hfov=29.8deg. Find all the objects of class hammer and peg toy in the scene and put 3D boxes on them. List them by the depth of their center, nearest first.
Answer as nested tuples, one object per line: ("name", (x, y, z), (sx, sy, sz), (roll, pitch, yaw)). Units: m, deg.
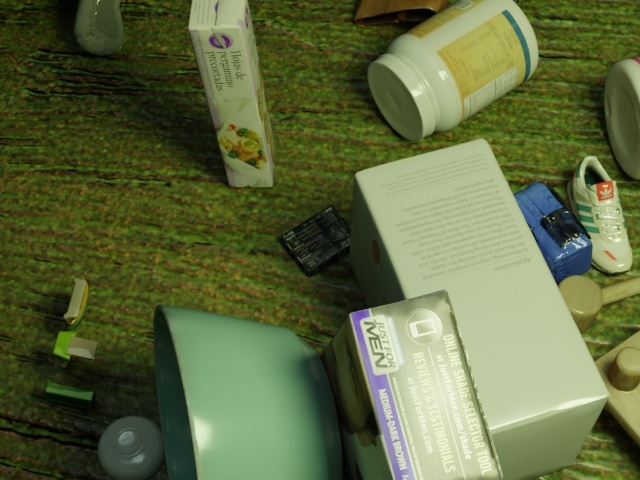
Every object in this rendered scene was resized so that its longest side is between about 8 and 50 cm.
("hammer and peg toy", (0.452, 0.139, 1.404), (0.266, 0.127, 0.361), (-30, 63, -15))

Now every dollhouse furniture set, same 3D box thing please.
("dollhouse furniture set", (-0.290, 0.125, 1.472), (0.058, 0.076, 0.152), (13, 62, -6))

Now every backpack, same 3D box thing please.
("backpack", (0.275, -0.009, 1.515), (0.101, 0.098, 0.120), (-25, 63, -8))

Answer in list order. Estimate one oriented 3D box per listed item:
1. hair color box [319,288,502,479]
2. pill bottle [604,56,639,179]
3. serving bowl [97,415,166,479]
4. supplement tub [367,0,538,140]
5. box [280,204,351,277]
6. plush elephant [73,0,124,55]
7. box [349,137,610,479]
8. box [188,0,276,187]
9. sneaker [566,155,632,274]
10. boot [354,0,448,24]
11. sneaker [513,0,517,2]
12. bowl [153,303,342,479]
("hair color box", (0.073, 0.185, 1.244), (0.110, 0.339, 0.185), (-12, 75, -12))
("pill bottle", (0.531, -0.180, 1.571), (0.283, 0.160, 0.160), (-11, 60, -5))
("serving bowl", (-0.225, 0.243, 1.422), (0.083, 0.027, 0.083), (-1, 59, 1))
("supplement tub", (0.178, -0.236, 1.623), (0.199, 0.144, 0.144), (-33, 64, -16))
("box", (0.000, 0.000, 1.563), (0.083, 0.018, 0.067), (-33, 64, -16))
("plush elephant", (-0.402, -0.465, 1.734), (0.272, 0.255, 0.330), (16, 93, -33))
("box", (0.167, 0.093, 1.388), (0.168, 0.215, 0.345), (-15, 61, -9))
("box", (-0.104, -0.180, 1.496), (0.063, 0.324, 0.067), (-1, 57, 5))
("sneaker", (0.359, -0.035, 1.539), (0.057, 0.075, 0.161), (-10, 60, -4))
("boot", (0.109, -0.443, 1.780), (0.264, 0.096, 0.280), (10, 78, 34))
("sneaker", (0.311, -0.404, 1.763), (0.232, 0.090, 0.081), (-43, 67, 2))
("bowl", (-0.076, 0.212, 1.287), (0.163, 0.311, 0.311), (-7, 59, -13))
